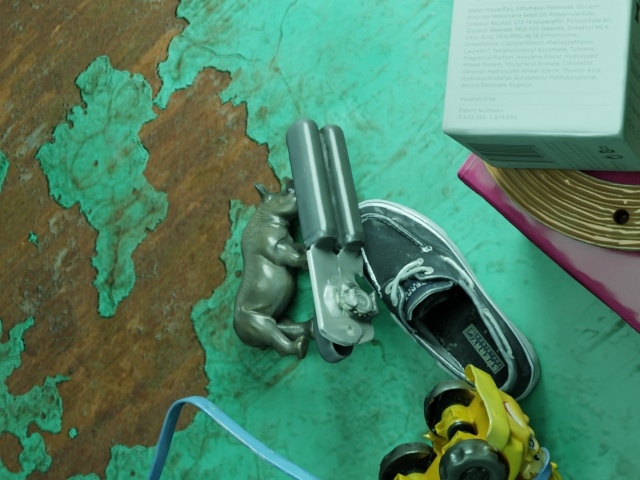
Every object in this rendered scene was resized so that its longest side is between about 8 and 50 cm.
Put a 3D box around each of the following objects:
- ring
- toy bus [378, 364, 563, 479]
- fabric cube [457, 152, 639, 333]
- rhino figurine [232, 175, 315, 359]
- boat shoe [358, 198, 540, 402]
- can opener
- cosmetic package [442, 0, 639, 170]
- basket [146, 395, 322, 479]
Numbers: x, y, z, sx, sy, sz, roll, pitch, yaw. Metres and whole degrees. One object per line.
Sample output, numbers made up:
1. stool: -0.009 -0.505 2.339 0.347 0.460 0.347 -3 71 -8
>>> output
1. ring: 0.292 -0.155 1.142 0.336 0.032 0.337 -4 79 24
2. toy bus: 0.183 0.271 1.327 0.211 0.149 0.220 25 111 -13
3. fabric cube: 0.339 -0.060 1.263 0.258 0.254 0.259 43 100 22
4. rhino figurine: -0.049 0.019 1.532 0.106 0.073 0.243 3 82 23
5. boat shoe: 0.121 0.062 1.427 0.108 0.102 0.301 -44 67 13
6. can opener: 0.000 0.000 1.463 0.095 0.076 0.283 -40 51 45
7. cosmetic package: 0.203 -0.162 1.082 0.151 0.151 0.184 3 84 24
8. basket: -0.109 0.353 1.434 0.254 0.201 0.289 30 105 27
